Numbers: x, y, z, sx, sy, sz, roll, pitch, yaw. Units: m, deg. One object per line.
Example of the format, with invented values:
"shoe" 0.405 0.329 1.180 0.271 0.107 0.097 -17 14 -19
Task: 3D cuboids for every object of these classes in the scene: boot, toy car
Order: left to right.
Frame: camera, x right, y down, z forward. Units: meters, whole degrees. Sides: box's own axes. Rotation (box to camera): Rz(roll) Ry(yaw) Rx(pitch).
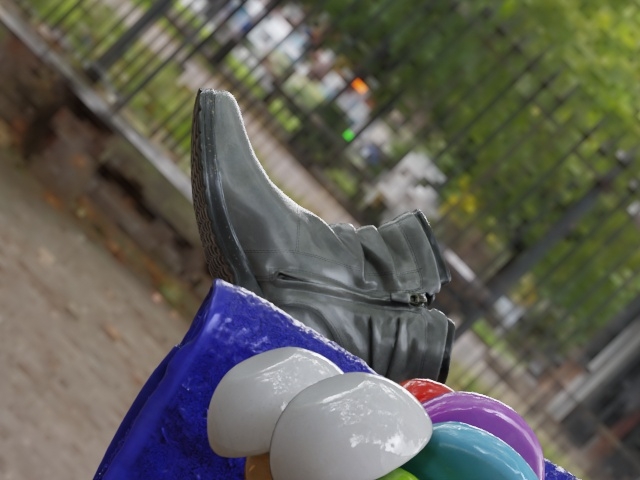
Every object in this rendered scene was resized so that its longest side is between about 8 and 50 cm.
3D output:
"boot" 0.000 0.000 1.382 0.083 0.161 0.246 113 -36 -72
"toy car" 0.039 0.123 0.921 0.182 0.136 0.159 12 -57 66

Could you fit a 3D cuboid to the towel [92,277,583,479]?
"towel" 0.011 0.191 1.170 0.308 0.227 0.076 29 14 -3
